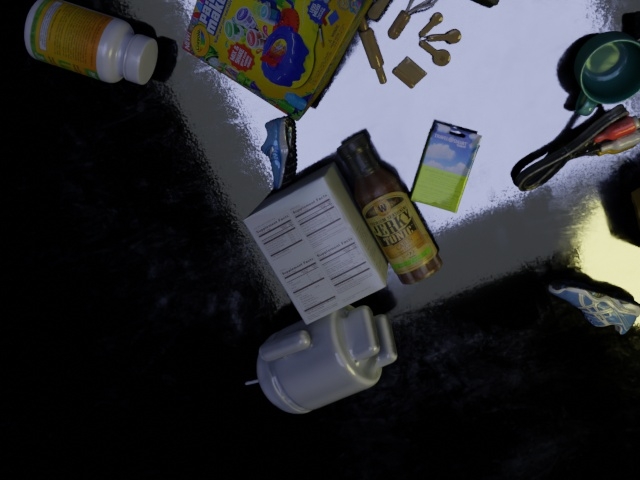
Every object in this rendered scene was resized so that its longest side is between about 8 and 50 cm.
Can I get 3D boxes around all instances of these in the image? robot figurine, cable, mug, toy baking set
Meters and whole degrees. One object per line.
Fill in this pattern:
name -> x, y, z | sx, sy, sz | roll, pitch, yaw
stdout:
robot figurine -> -0.001, 0.272, 1.474 | 0.354, 0.199, 0.300 | -28, 140, 26
cable -> 0.542, -0.182, 1.333 | 0.287, 0.139, 0.072 | -31, 63, 11
mug -> 0.563, -0.342, 1.290 | 0.158, 0.097, 0.129 | -28, 115, 23
toy baking set -> 0.173, -0.438, 1.319 | 0.197, 0.030, 0.256 | -20, 122, 17

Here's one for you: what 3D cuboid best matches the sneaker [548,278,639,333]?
sneaker -> 0.609, 0.146, 1.442 | 0.211, 0.080, 0.081 | 20, 104, 2

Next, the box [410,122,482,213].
box -> 0.273, -0.160, 1.412 | 0.109, 0.042, 0.178 | 16, 107, 1

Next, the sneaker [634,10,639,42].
sneaker -> 0.744, -0.459, 1.229 | 0.294, 0.102, 0.146 | -25, 97, 20

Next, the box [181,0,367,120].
box -> -0.074, -0.444, 1.247 | 0.279, 0.177, 0.290 | 32, 136, -2

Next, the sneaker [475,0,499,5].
sneaker -> 0.281, -0.561, 1.247 | 0.228, 0.087, 0.130 | 18, 101, -27

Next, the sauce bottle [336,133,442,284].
sauce bottle -> 0.145, -0.068, 1.421 | 0.111, 0.111, 0.344 | -29, 101, 14

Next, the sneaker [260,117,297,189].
sneaker -> -0.097, -0.194, 1.449 | 0.073, 0.063, 0.162 | 6, 103, 23

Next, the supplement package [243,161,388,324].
supplement package -> 0.000, 0.000, 1.410 | 0.198, 0.199, 0.262 | -28, 100, 14

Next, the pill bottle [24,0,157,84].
pill bottle -> -0.483, -0.418, 1.379 | 0.246, 0.136, 0.136 | 18, 107, 2

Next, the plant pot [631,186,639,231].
plant pot -> 0.753, -0.039, 1.316 | 0.187, 0.212, 0.212 | -13, 105, 23
